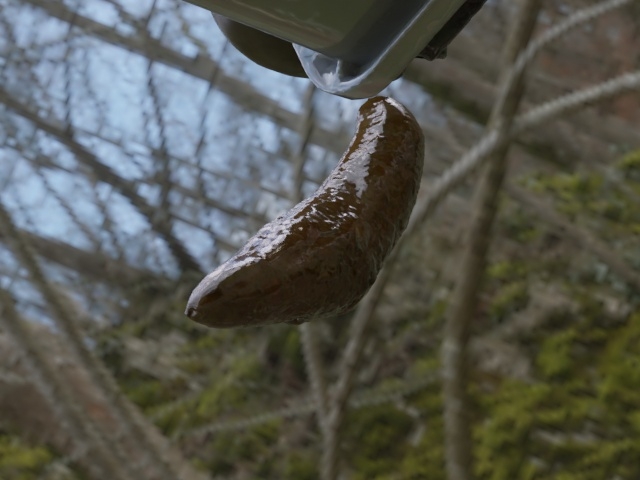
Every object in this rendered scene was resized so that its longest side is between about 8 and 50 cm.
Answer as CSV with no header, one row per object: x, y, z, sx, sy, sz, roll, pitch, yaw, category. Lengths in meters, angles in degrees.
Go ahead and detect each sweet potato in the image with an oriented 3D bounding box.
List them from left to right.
0.003,0.002,1.532,0.114,0.092,0.341,58,-137,-15,sweet potato

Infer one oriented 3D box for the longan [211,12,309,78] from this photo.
-0.007,-0.253,1.764,0.220,0.197,0.196,-68,-18,-47,longan

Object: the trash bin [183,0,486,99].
-0.063,-0.265,0.936,0.368,0.296,0.256,9,-43,-42,trash bin
